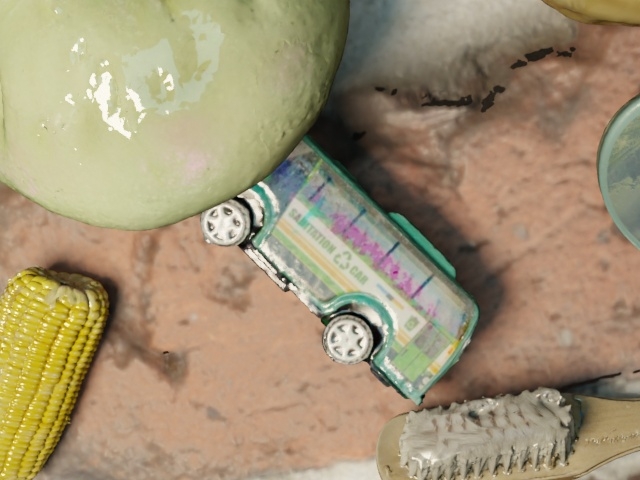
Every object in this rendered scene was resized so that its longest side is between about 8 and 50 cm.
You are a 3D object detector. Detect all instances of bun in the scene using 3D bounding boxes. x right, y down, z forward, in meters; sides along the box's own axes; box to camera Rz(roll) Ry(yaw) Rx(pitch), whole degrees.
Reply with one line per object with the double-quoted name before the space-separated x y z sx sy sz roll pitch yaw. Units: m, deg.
"bun" -0.125 -0.152 1.021 0.283 0.179 0.283 -9 62 17

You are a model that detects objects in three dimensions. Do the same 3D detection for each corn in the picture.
"corn" -0.214 0.101 1.156 0.063 0.085 0.165 28 104 34

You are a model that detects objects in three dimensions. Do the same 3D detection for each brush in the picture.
"brush" 0.201 0.126 1.095 0.328 0.065 0.070 -8 67 0

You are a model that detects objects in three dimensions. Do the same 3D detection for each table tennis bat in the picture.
"table tennis bat" 0.294 -0.011 1.088 0.149 0.038 0.237 -36 101 33

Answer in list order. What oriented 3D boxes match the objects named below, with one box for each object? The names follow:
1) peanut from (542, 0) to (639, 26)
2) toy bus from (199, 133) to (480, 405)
"peanut" 0.279 -0.183 1.040 0.313 0.149 0.149 19 98 5
"toy bus" 0.000 0.000 1.115 0.262 0.091 0.109 44 92 -1
